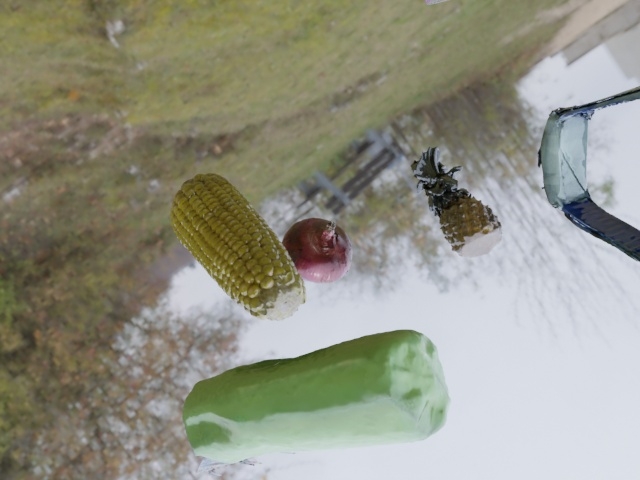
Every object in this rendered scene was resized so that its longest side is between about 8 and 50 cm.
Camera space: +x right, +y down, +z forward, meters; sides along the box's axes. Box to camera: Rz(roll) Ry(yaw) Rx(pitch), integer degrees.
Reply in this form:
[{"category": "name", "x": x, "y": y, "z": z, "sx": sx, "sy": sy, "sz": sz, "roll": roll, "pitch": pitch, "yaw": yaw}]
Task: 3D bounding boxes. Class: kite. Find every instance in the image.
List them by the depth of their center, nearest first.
[{"category": "kite", "x": -0.145, "y": 0.368, "z": 1.661, "sx": 0.182, "sy": 0.010, "sz": 0.160, "roll": -22, "pitch": 154, "yaw": 23}]

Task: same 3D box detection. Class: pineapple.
[{"category": "pineapple", "x": 0.253, "y": -0.077, "z": 1.909, "sx": 0.111, "sy": 0.237, "sz": 0.119, "roll": -3, "pitch": 142, "yaw": -40}]

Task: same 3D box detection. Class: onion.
[{"category": "onion", "x": 0.000, "y": 0.000, "z": 1.917, "sx": 0.150, "sy": 0.150, "sz": 0.140, "roll": -41, "pitch": 157, "yaw": -36}]

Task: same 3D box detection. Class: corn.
[{"category": "corn", "x": -0.137, "y": 0.005, "z": 1.540, "sx": 0.130, "sy": 0.130, "sz": 0.347, "roll": -36, "pitch": -134, "yaw": -5}]

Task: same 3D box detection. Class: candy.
[{"category": "candy", "x": -0.011, "y": 0.196, "z": 1.185, "sx": 0.343, "sy": 0.132, "sz": 0.142, "roll": -17, "pitch": -171, "yaw": 34}]

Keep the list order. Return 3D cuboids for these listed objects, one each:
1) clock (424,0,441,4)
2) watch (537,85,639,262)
[{"category": "clock", "x": 0.169, "y": -0.422, "z": 1.324, "sx": 0.071, "sy": 0.192, "sz": 0.147, "roll": -18, "pitch": -169, "yaw": -10}, {"category": "watch", "x": 0.393, "y": -0.125, "z": 1.283, "sx": 0.068, "sy": 0.277, "sz": 0.274, "roll": -10, "pitch": -153, "yaw": -22}]
